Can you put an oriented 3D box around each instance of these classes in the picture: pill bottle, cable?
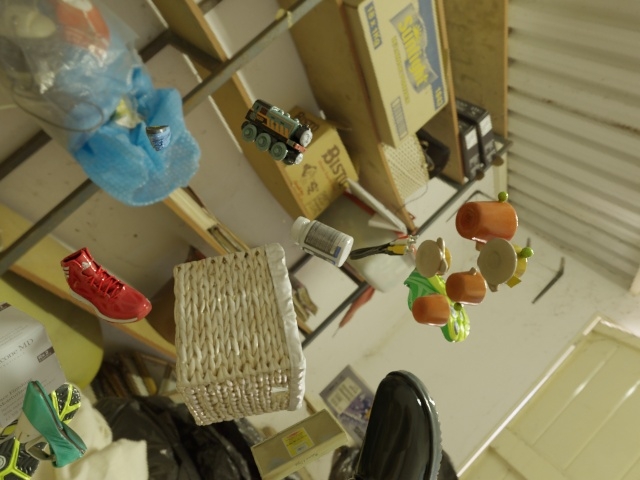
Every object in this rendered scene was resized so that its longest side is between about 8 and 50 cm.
[{"bbox_3d":[0.000,0.000,1.027,0.137,0.078,0.078,26,-12,13],"label":"pill bottle"},{"bbox_3d":[0.255,0.019,1.771,0.288,0.139,0.072,-2,-60,26],"label":"cable"}]

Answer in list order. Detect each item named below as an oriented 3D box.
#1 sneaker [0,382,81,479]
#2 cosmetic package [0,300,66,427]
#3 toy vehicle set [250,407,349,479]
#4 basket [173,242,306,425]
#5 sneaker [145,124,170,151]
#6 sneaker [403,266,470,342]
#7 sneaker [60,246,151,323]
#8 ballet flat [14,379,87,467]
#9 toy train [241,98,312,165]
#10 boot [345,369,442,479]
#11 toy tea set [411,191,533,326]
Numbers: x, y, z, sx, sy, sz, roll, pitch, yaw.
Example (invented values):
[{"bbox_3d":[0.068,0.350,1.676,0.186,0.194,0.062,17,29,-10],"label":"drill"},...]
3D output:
[{"bbox_3d":[-0.883,0.600,1.299,0.147,0.384,0.145,-11,-57,48],"label":"sneaker"},{"bbox_3d":[-0.684,0.263,0.946,0.152,0.151,0.183,18,-54,23],"label":"cosmetic package"},{"bbox_3d":[-0.067,0.614,1.321,0.166,0.267,0.035,13,-57,71],"label":"toy vehicle set"},{"bbox_3d":[-0.196,0.233,1.073,0.328,0.267,0.331,97,-18,-53],"label":"basket"},{"bbox_3d":[-0.505,-0.321,1.381,0.209,0.069,0.082,-138,-134,-69],"label":"sneaker"},{"bbox_3d":[0.319,0.185,1.233,0.109,0.123,0.295,36,20,-27],"label":"sneaker"},{"bbox_3d":[-0.469,0.093,0.931,0.221,0.087,0.128,15,-43,17],"label":"sneaker"},{"bbox_3d":[-0.568,0.394,0.904,0.083,0.087,0.247,28,-43,37],"label":"ballet flat"},{"bbox_3d":[-0.187,-0.452,1.841,0.334,0.190,0.142,35,13,24],"label":"toy train"},{"bbox_3d":[0.013,0.441,0.748,0.446,0.366,0.146,1,-3,-38],"label":"boot"},{"bbox_3d":[0.315,0.057,0.931,0.336,0.124,0.199,127,-40,-49],"label":"toy tea set"}]
